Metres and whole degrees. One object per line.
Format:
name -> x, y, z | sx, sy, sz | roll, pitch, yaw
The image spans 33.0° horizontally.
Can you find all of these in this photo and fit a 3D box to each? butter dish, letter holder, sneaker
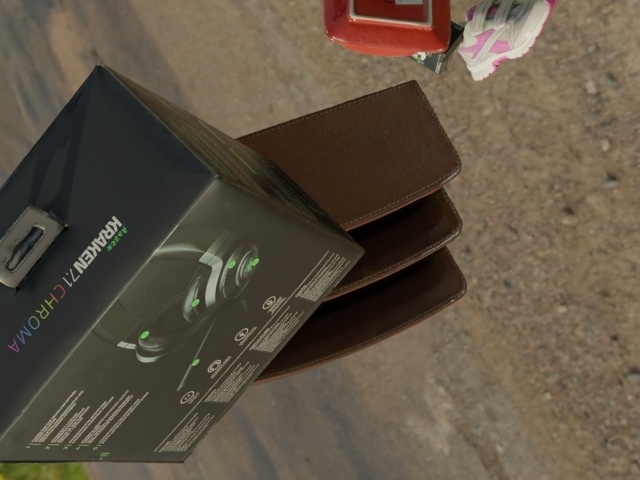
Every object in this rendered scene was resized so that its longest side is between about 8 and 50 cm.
butter dish -> 0.075, -0.291, 1.361 | 0.118, 0.159, 0.160 | 117, 156, -68
letter holder -> 0.000, 0.000, 1.111 | 0.214, 0.301, 0.152 | 63, 162, 21
sneaker -> 0.317, -0.381, 1.928 | 0.111, 0.103, 0.252 | 40, 147, -13

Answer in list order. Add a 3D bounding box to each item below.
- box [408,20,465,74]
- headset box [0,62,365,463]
box -> 0.157, -0.295, 1.574 | 0.083, 0.062, 0.052 | 32, 154, 11
headset box -> -0.134, 0.035, 0.801 | 0.131, 0.246, 0.283 | 43, -171, 24
